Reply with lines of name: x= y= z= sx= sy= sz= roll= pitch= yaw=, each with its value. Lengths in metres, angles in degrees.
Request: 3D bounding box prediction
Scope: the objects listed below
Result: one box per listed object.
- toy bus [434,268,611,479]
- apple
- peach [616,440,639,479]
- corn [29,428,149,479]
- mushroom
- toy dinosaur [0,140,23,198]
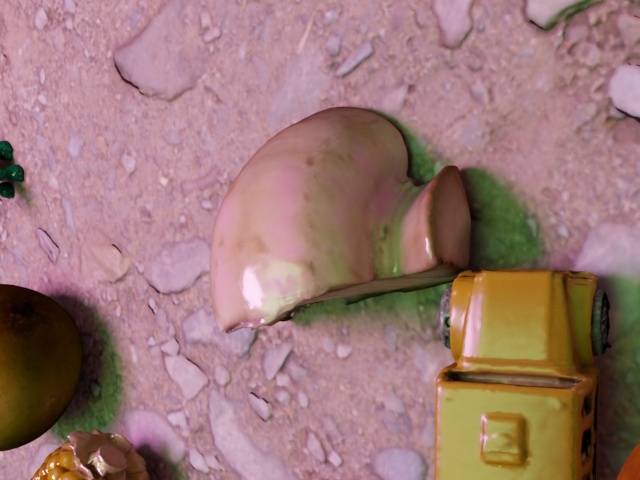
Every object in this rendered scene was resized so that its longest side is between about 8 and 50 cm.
toy bus: x=0.137 y=0.189 z=0.672 sx=0.121 sy=0.123 sz=0.335 roll=1 pitch=90 yaw=23
apple: x=-0.360 y=0.139 z=1.076 sx=0.196 sy=0.157 sz=0.196 roll=6 pitch=100 yaw=39
peach: x=0.306 y=0.197 z=0.427 sx=0.370 sy=0.370 sz=0.370 roll=6 pitch=99 yaw=39
corn: x=-0.292 y=0.366 z=1.064 sx=0.144 sy=0.144 sz=0.387 roll=43 pitch=123 yaw=27
mushroom: x=-0.014 y=-0.024 z=0.773 sx=0.236 sy=0.162 sz=0.173 roll=-17 pitch=86 yaw=37
toy dinosaur: x=-0.417 y=-0.086 z=1.135 sx=0.132 sy=0.096 sz=0.059 roll=51 pitch=122 yaw=19
